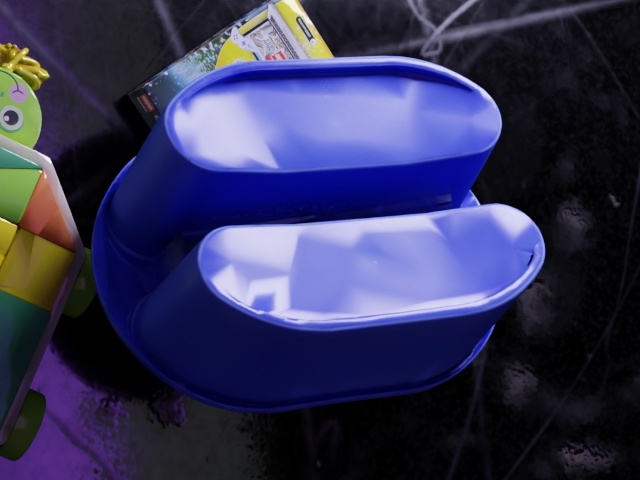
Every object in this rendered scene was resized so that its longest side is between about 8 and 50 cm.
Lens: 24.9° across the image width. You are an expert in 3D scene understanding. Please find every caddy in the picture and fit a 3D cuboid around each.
[{"bbox_3d":[0.000,0.000,1.106,0.341,0.179,0.241,-5,66,-23],"label":"caddy"}]

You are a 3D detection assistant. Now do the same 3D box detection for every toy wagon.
[{"bbox_3d":[-0.295,-0.001,1.078,0.267,0.068,0.344,26,76,-20],"label":"toy wagon"}]

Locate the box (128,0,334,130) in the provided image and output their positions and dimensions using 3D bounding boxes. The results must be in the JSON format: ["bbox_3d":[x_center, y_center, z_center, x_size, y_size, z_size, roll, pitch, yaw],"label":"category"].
[{"bbox_3d":[-0.030,-0.071,1.215,0.159,0.044,0.233,-37,101,-21],"label":"box"}]
